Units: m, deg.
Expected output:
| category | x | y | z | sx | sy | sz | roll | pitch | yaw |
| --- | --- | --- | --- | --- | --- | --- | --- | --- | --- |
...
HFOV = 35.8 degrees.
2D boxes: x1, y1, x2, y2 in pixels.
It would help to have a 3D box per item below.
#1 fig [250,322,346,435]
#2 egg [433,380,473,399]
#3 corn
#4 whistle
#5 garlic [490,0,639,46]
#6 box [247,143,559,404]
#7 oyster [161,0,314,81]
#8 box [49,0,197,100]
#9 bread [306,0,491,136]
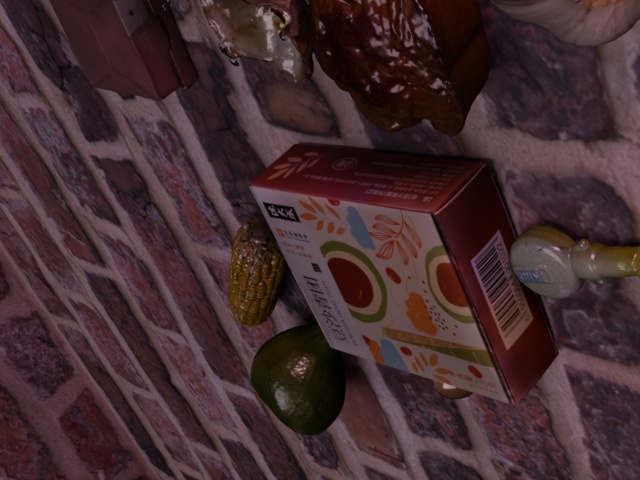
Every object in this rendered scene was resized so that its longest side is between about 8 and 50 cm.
| category | x | y | z | sx | sy | sz | roll | pitch | yaw |
| --- | --- | --- | --- | --- | --- | --- | --- | --- | --- |
| fig | -0.010 | 0.230 | 1.875 | 0.203 | 0.235 | 0.203 | 36 | -166 | -11 |
| egg | 0.222 | 0.222 | 1.609 | 0.083 | 0.071 | 0.071 | -6 | 125 | 34 |
| corn | -0.116 | 0.058 | 1.815 | 0.115 | 0.115 | 0.318 | 39 | 153 | 12 |
| whistle | 0.321 | 0.031 | 1.244 | 0.198 | 0.057 | 0.104 | 1 | 129 | 54 |
| garlic | 0.214 | -0.311 | 0.847 | 0.245 | 0.245 | 0.253 | 94 | 166 | -54 |
| box | 0.118 | 0.040 | 1.458 | 0.385 | 0.122 | 0.345 | 11 | 136 | 47 |
| oyster | -0.125 | -0.336 | 1.294 | 0.337 | 0.133 | 0.198 | 38 | 153 | 19 |
| box | -0.328 | -0.342 | 1.604 | 0.215 | 0.086 | 0.215 | 19 | 141 | 41 |
| bread | 0.078 | -0.242 | 1.137 | 0.232 | 0.135 | 0.247 | 8 | 134 | 49 |
